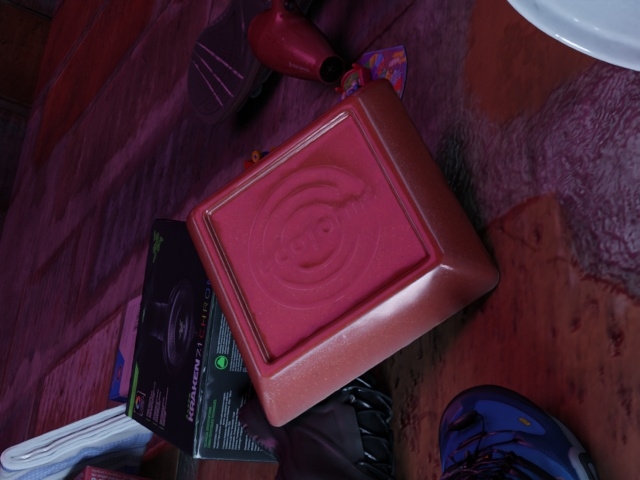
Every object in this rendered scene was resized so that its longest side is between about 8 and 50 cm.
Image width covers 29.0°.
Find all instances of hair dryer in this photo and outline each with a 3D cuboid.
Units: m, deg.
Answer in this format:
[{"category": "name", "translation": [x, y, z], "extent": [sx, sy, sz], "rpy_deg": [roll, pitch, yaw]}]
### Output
[{"category": "hair dryer", "translation": [-0.059, -0.304, 1.535], "extent": [0.293, 0.080, 0.223], "rpy_deg": [59, 165, 16]}]

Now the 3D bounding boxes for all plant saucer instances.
[{"category": "plant saucer", "translation": [0.000, 0.000, 1.163], "extent": [0.258, 0.048, 0.259], "rpy_deg": [-35, 58, 14]}]

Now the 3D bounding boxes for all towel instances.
[{"category": "towel", "translation": [-0.313, 0.287, 1.595], "extent": [0.034, 0.209, 0.285], "rpy_deg": [63, 156, 18]}]

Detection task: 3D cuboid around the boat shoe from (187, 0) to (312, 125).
[{"category": "boat shoe", "translation": [-0.089, -0.293, 1.751], "extent": [0.118, 0.103, 0.320], "rpy_deg": [50, 128, 27]}]

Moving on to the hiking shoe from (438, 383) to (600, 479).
[{"category": "hiking shoe", "translation": [0.124, 0.181, 0.838], "extent": [0.113, 0.132, 0.304], "rpy_deg": [-37, 26, 14]}]

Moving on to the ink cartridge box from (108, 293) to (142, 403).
[{"category": "ink cartridge box", "translation": [-0.199, 0.140, 1.659], "extent": [0.203, 0.086, 0.148], "rpy_deg": [-24, 51, 57]}]

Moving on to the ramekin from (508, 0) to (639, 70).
[{"category": "ramekin", "translation": [0.232, -0.214, 0.875], "extent": [0.207, 0.207, 0.109], "rpy_deg": [-5, 58, 64]}]

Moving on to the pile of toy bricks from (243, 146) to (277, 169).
[{"category": "pile of toy bricks", "translation": [0.015, -0.046, 1.355], "extent": [0.212, 0.118, 0.105], "rpy_deg": [14, 114, 50]}]

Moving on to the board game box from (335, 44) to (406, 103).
[{"category": "board game box", "translation": [0.041, -0.166, 1.442], "extent": [0.168, 0.033, 0.133], "rpy_deg": [7, 79, 65]}]

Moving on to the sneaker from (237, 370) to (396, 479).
[{"category": "sneaker", "translation": [0.019, 0.188, 1.146], "extent": [0.130, 0.109, 0.286], "rpy_deg": [-49, 35, 2]}]

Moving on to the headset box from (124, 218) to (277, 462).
[{"category": "headset box", "translation": [-0.113, 0.103, 1.403], "extent": [0.283, 0.131, 0.246], "rpy_deg": [-173, 91, -66]}]

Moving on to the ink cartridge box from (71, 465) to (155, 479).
[{"category": "ink cartridge box", "translation": [-0.272, 0.400, 1.568], "extent": [0.128, 0.127, 0.176], "rpy_deg": [-43, 37, 46]}]
